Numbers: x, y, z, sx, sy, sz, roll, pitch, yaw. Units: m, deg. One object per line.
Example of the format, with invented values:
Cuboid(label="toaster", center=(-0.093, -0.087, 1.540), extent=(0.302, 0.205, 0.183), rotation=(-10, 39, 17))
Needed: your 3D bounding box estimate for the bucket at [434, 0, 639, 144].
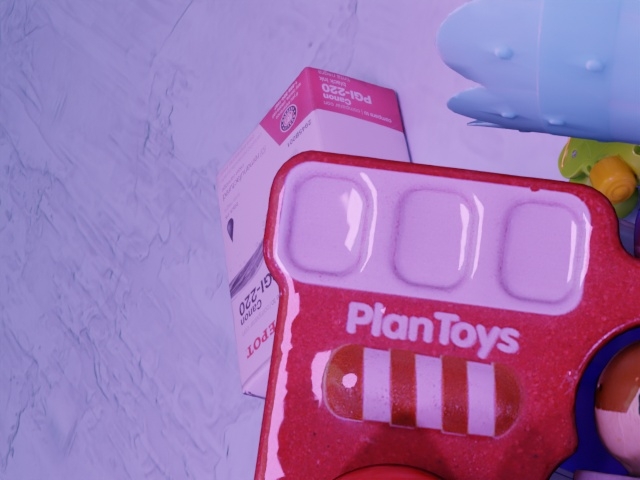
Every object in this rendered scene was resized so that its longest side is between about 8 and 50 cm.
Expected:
Cuboid(label="bucket", center=(0.179, -0.169, 0.697), extent=(0.281, 0.183, 0.281), rotation=(13, -90, -76))

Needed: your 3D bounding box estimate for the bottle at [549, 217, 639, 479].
Cuboid(label="bottle", center=(0.124, 0.121, 0.849), extent=(0.118, 0.092, 0.283), rotation=(23, 101, 16))

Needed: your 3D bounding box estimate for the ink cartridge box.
Cuboid(label="ink cartridge box", center=(0.000, 0.000, 1.134), extent=(0.158, 0.092, 0.218), rotation=(-47, 43, 41))

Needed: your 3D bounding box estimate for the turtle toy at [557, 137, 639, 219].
Cuboid(label="turtle toy", center=(0.185, -0.060, 0.869), extent=(0.130, 0.066, 0.095), rotation=(-54, 35, 34))

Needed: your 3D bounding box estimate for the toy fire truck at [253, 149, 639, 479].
Cuboid(label="toy fire truck", center=(0.111, 0.089, 0.722), extent=(0.169, 0.302, 0.254), rotation=(43, -126, -82))
